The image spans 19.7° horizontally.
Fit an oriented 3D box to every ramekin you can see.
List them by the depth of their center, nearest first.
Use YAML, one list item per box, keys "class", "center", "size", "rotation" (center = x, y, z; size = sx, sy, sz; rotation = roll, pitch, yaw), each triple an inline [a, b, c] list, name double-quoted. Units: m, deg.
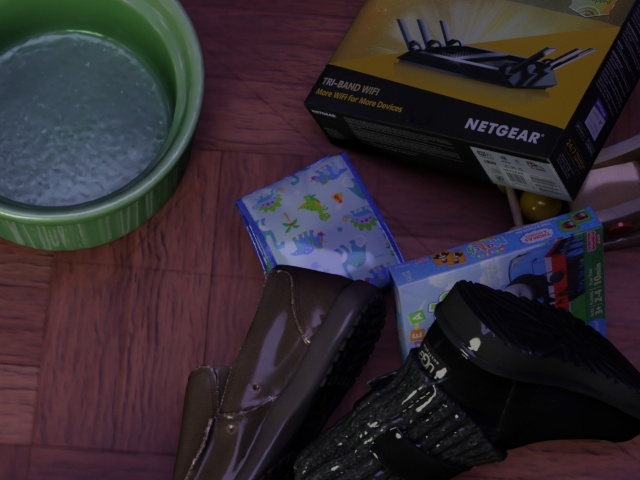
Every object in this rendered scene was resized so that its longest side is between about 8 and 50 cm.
- class: "ramekin"
  center: [-0.267, -0.137, 1.893]
  size: [0.303, 0.148, 0.303]
  rotation: [1, 70, -2]

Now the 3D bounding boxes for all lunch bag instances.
- class: "lunch bag"
  center: [0.000, 0.000, 1.882]
  size: [0.129, 0.096, 0.151]
  rotation: [-25, 83, -10]

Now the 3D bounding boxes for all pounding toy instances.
- class: "pounding toy"
  center: [0.322, -0.020, 1.869]
  size: [0.269, 0.154, 0.155]
  rotation: [-10, 71, -5]

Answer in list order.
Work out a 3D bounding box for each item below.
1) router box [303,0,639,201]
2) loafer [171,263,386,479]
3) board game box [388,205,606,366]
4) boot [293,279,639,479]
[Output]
- class: "router box"
  center: [0.170, -0.186, 1.887]
  size: [0.309, 0.081, 0.243]
  rotation: [15, 66, 36]
- class: "loafer"
  center: [-0.076, 0.180, 1.787]
  size: [0.130, 0.134, 0.366]
  rotation: [31, 85, 21]
- class: "board game box"
  center: [0.179, 0.064, 1.835]
  size: [0.211, 0.160, 0.039]
  rotation: [-16, 42, -7]
- class: "boot"
  center: [0.158, 0.185, 1.792]
  size: [0.260, 0.348, 0.131]
  rotation: [-52, 43, 18]
